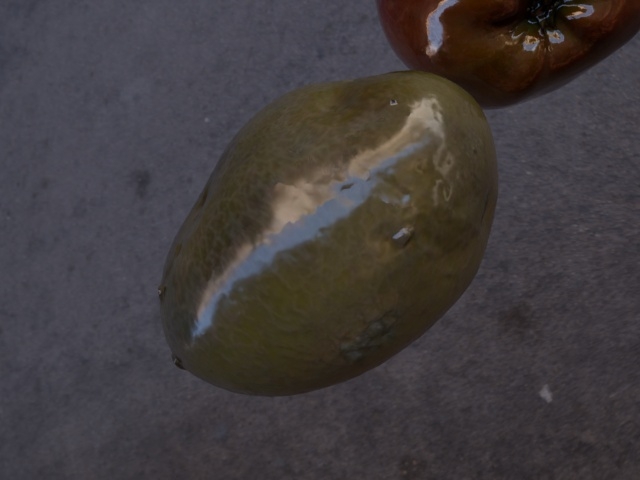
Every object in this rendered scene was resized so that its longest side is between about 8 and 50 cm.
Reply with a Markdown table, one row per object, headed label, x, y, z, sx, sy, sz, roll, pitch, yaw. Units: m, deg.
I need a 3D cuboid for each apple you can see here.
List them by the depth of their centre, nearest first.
| label | x | y | z | sx | sy | sz | roll | pitch | yaw |
| --- | --- | --- | --- | --- | --- | --- | --- | --- | --- |
| apple | 0.157 | -0.216 | 0.673 | 0.234 | 0.234 | 0.234 | 0 | 89 | 34 |

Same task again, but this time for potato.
| label | x | y | z | sx | sy | sz | roll | pitch | yaw |
| --- | --- | --- | --- | --- | --- | --- | --- | --- | --- |
| potato | 0.000 | 0.000 | 0.465 | 0.235 | 0.178 | 0.160 | -37 | 76 | 30 |
